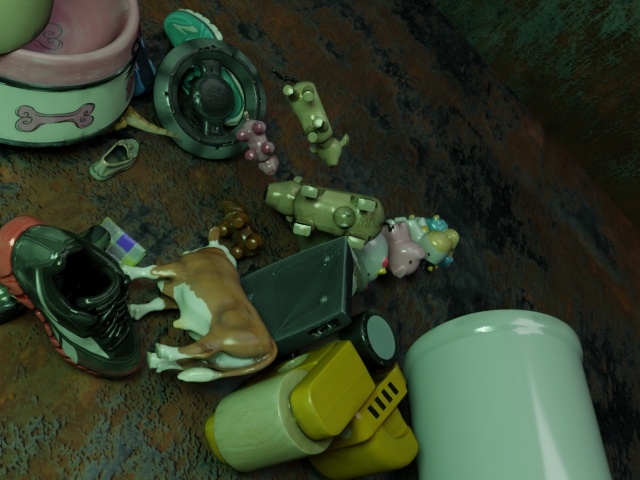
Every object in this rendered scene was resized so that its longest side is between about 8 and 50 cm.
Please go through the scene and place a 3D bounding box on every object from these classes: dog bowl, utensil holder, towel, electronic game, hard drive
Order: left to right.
[{"bbox_3d":[-0.459,-0.342,1.125,0.408,0.150,0.408,19,48,-22],"label":"dog bowl"},{"bbox_3d":[-0.313,0.005,1.151,0.083,0.009,0.060,44,34,-9],"label":"towel"},{"bbox_3d":[-0.207,-0.268,1.410,0.229,0.048,0.229,0,90,-30],"label":"electronic game"},{"bbox_3d":[-0.061,0.104,1.142,0.054,0.254,0.172,49,29,-33],"label":"hard drive"},{"bbox_3d":[0.315,0.365,1.257,0.327,0.327,0.386,28,42,-30],"label":"utensil holder"}]

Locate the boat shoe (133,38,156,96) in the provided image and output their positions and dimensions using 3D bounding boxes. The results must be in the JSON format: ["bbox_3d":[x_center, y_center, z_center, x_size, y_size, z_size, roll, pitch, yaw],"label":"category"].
[{"bbox_3d":[-0.386,-0.381,1.374,0.089,0.109,0.258,-25,95,-64],"label":"boat shoe"}]

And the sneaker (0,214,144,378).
[{"bbox_3d":[-0.285,0.086,0.923,0.098,0.135,0.276,-58,139,-34],"label":"sneaker"}]

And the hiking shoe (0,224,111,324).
[{"bbox_3d":[-0.379,0.014,1.000,0.114,0.086,0.227,52,35,-4],"label":"hiking shoe"}]

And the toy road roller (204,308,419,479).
[{"bbox_3d":[0.016,0.273,1.116,0.329,0.202,0.241,-32,95,-56],"label":"toy road roller"}]

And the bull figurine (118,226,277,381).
[{"bbox_3d":[-0.181,0.089,1.088,0.188,0.101,0.310,-12,35,-26],"label":"bull figurine"}]

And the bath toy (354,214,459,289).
[{"bbox_3d":[0.170,0.023,1.592,0.348,0.151,0.129,-11,102,-52],"label":"bath toy"}]

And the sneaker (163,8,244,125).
[{"bbox_3d":[-0.241,-0.350,1.494,0.110,0.107,0.275,-20,74,-45],"label":"sneaker"}]

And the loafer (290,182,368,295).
[{"bbox_3d":[0.000,0.000,1.436,0.087,0.094,0.251,-22,76,-51],"label":"loafer"}]

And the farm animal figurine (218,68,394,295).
[{"bbox_3d":[-0.017,-0.091,1.340,0.326,0.330,0.172,31,10,0],"label":"farm animal figurine"}]

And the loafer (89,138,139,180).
[{"bbox_3d":[-0.334,-0.140,1.237,0.045,0.039,0.125,43,35,-8],"label":"loafer"}]

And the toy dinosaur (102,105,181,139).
[{"bbox_3d":[-0.338,-0.216,1.265,0.211,0.064,0.112,33,44,-12],"label":"toy dinosaur"}]

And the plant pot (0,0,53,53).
[{"bbox_3d":[-0.460,-0.399,0.922,0.284,0.191,0.284,18,49,-22],"label":"plant pot"}]
